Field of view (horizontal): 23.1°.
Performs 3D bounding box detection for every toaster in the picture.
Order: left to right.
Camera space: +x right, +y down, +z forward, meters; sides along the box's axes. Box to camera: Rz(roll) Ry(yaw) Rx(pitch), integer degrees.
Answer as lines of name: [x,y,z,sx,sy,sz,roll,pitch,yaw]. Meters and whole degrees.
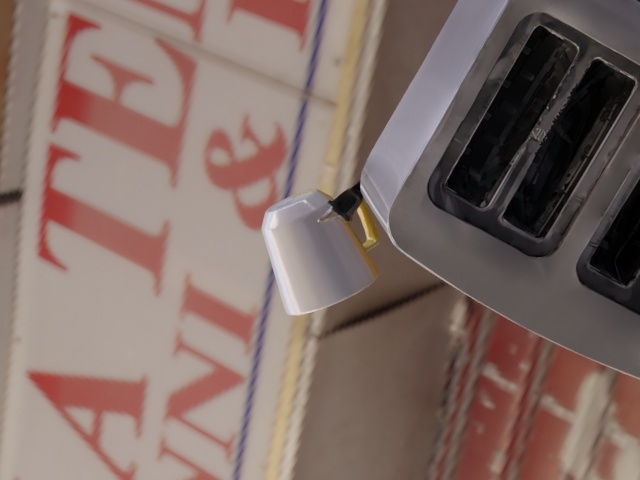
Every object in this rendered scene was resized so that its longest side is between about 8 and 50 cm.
toaster: [0.118,-0.038,0.723,0.186,0.168,0.110,-60,9,10]

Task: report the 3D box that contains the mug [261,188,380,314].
mug: [-0.004,0.002,0.963,0.064,0.062,0.078,66,-162,-10]
